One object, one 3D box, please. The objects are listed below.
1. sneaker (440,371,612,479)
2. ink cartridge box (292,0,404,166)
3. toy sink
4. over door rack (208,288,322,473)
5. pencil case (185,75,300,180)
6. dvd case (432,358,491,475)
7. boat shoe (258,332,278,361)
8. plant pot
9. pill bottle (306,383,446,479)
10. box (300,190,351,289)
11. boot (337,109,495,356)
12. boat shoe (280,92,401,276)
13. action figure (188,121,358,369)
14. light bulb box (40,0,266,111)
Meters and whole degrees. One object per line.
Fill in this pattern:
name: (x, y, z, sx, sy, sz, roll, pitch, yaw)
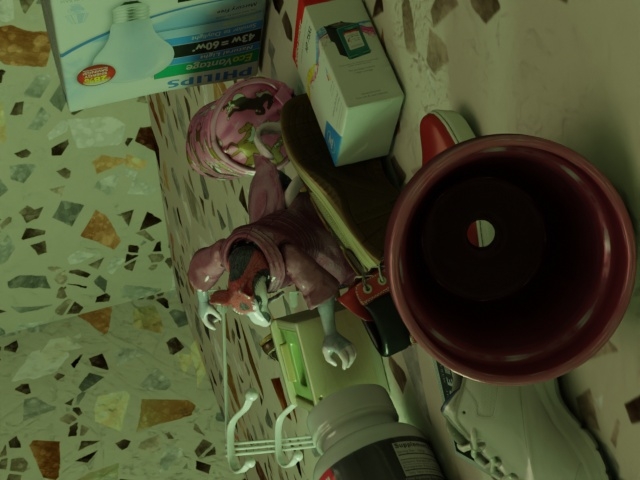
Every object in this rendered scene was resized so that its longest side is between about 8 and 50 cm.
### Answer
sneaker: (0.189, 0.190, 1.086, 0.111, 0.129, 0.297, 114, 138, -66)
ink cartridge box: (0.023, -0.229, 1.413, 0.134, 0.078, 0.231, 101, 152, -60)
toy sink: (0.004, 0.188, 1.813, 0.234, 0.131, 0.153, 178, 78, -76)
over door rack: (-0.071, 0.229, 1.929, 0.108, 0.239, 0.324, -25, 69, 42)
pencil case: (-0.139, -0.185, 1.916, 0.386, 0.167, 0.160, -176, 93, -76)
dvd case: (0.190, 0.186, 1.289, 0.238, 0.029, 0.179, -177, 74, -75)
boat shoe: (-0.057, 0.205, 2.123, 0.073, 0.073, 0.207, 59, -169, 11)
plant pot: (0.152, 0.008, 0.957, 0.180, 0.201, 0.201, -86, -17, -84)
pill bottle: (0.094, 0.366, 1.546, 0.176, 0.176, 0.319, 94, 157, -53)
box: (0.000, 0.000, 1.796, 0.059, 0.054, 0.169, 96, 155, -56)
boot: (0.094, -0.006, 1.163, 0.088, 0.176, 0.244, -158, 56, -75)
boat shoe: (0.037, -0.056, 1.464, 0.342, 0.123, 0.123, 58, 157, 35)
action figure: (-0.042, 0.006, 1.501, 0.370, 0.248, 0.276, -37, -45, -69)
light bulb box: (-0.289, -0.426, 1.864, 0.361, 0.357, 0.225, 105, 149, -66)
